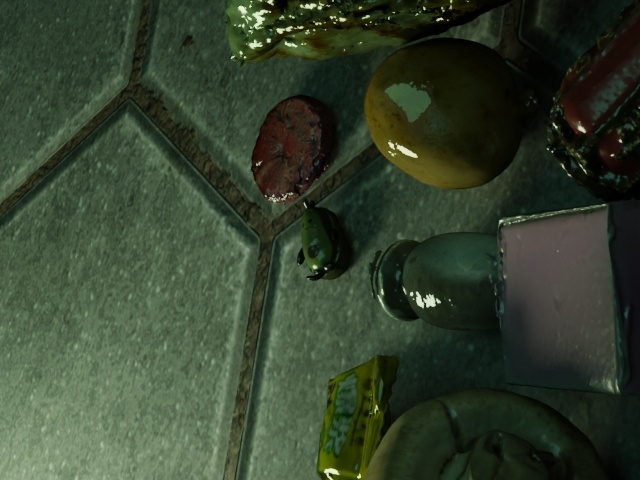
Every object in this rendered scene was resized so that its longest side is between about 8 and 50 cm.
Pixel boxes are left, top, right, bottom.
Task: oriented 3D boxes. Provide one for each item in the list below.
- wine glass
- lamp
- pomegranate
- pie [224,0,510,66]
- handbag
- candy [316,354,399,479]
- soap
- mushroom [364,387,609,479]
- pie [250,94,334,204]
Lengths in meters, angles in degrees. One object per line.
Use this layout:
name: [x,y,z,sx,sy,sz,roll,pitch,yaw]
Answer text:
wine glass: [0.160,0.045,1.730,0.204,0.111,0.111,-2,76,47]
lamp: [0.350,-0.161,1.548,0.274,0.177,0.177,-51,45,24]
pomegranate: [0.153,-0.146,1.753,0.196,0.196,0.196,-19,64,44]
pie: [0.074,-0.306,1.786,0.418,0.395,0.180,-17,100,48]
handbag: [0.000,0.000,1.976,0.072,0.047,0.111,-35,55,35]
candy: [0.034,0.229,1.757,0.297,0.081,0.187,131,147,-74]
soap: [0.258,0.055,1.511,0.259,0.081,0.181,168,98,-72]
mushroom: [0.176,0.232,1.561,0.195,0.254,0.189,98,-174,-55]
pie: [-0.038,-0.122,2.068,0.154,0.036,0.154,-19,64,44]
